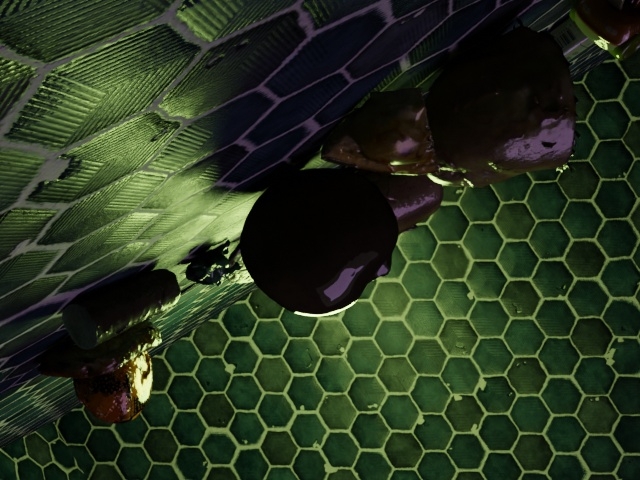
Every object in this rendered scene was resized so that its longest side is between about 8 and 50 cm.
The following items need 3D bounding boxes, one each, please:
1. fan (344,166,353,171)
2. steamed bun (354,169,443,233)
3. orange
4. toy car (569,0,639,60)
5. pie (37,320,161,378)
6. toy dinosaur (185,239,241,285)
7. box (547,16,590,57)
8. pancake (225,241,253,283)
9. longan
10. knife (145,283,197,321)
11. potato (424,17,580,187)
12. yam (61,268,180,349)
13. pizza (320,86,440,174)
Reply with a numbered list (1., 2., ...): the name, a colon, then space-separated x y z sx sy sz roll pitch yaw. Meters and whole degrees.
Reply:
1. fan: 0.126 -0.207 1.887 0.230 0.011 0.335 -31 176 -41
2. steamed bun: 0.163 -0.100 1.992 0.251 0.199 0.301 -35 -178 -15
3. orange: -0.533 0.360 2.120 0.182 0.234 0.234 -14 177 4
4. toy car: 0.618 -0.489 1.582 0.235 0.145 0.235 -35 160 -15
5. pie: -0.496 0.249 1.868 0.308 0.085 0.308 -20 -178 1
6. toy dinosaur: -0.233 0.058 1.877 0.120 0.079 0.292 -28 176 6
7. box: 0.604 -0.483 1.837 0.259 0.071 0.168 -33 176 26
8. pancake: -0.131 0.017 2.050 0.250 0.031 0.250 -35 157 -17
9. longan: -0.001 -0.004 1.531 0.297 0.297 0.297 -33 176 -3
10. knife: -0.440 0.190 2.256 0.245 0.019 0.072 -34 177 -2
11. potato: 0.283 -0.217 1.461 0.237 0.288 0.301 -18 -142 -8
12. yam: -0.362 0.121 1.535 0.093 0.093 0.259 -35 175 33
13. pizza: 0.093 -0.160 1.354 0.204 0.080 0.188 -2 148 9
